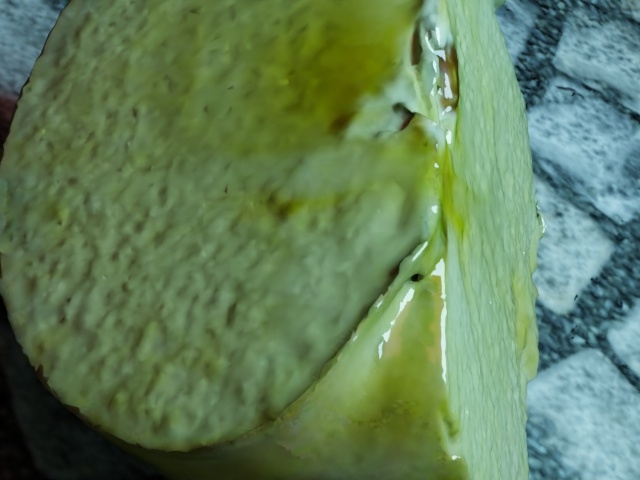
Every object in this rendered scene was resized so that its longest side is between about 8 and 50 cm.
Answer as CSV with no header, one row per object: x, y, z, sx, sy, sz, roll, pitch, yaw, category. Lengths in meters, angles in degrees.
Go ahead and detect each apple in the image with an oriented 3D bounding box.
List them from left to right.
0.000,0.000,0.838,0.314,0.252,0.309,18,60,-19,apple
